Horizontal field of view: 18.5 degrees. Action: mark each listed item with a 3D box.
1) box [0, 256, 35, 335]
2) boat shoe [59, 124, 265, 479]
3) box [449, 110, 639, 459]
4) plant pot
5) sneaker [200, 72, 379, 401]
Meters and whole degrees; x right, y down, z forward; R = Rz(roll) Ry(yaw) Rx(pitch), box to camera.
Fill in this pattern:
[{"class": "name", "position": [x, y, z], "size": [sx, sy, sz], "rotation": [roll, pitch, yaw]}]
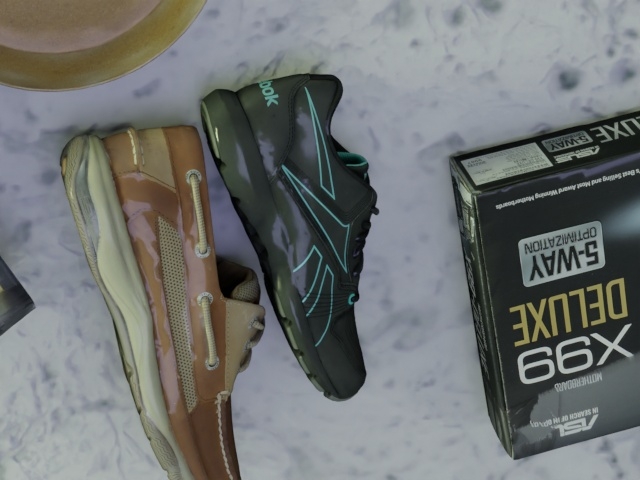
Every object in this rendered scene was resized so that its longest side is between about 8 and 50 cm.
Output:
[{"class": "box", "position": [-0.425, -0.011, 1.291], "size": [0.318, 0.097, 0.395], "rotation": [-39, 119, -11]}, {"class": "boat shoe", "position": [-0.094, 0.062, 1.442], "size": [0.116, 0.123, 0.324], "rotation": [-18, 120, -7]}, {"class": "box", "position": [0.267, 0.018, 1.529], "size": [0.307, 0.076, 0.242], "rotation": [-14, 118, -7]}, {"class": "plant pot", "position": [-0.181, -0.216, 1.334], "size": [0.236, 0.032, 0.236], "rotation": [-5, 117, -10]}, {"class": "sneaker", "position": [0.000, 0.000, 1.444], "size": [0.106, 0.101, 0.267], "rotation": [-22, 119, -5]}]
